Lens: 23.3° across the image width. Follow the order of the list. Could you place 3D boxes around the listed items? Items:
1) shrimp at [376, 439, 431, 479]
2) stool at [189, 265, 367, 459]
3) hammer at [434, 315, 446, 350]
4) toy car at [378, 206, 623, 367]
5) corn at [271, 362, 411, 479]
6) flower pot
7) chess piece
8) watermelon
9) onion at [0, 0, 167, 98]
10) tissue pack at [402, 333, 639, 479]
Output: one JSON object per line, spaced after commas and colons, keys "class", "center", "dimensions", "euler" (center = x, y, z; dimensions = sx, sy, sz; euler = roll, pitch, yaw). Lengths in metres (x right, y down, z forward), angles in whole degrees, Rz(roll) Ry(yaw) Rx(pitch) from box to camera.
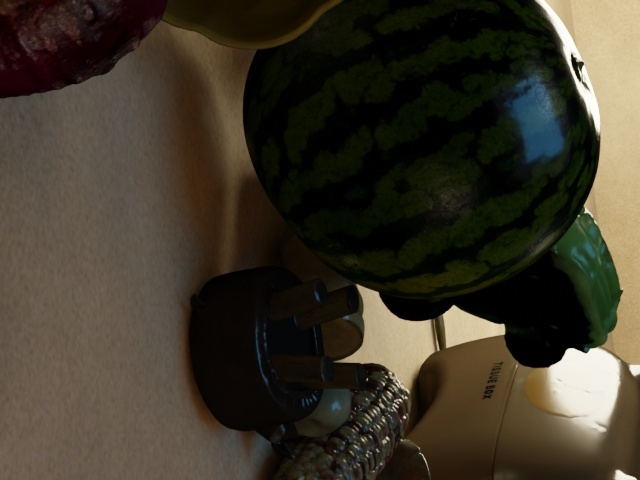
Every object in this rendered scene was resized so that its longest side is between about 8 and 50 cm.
{"class": "shrimp", "center": [0.053, 0.305, 1.442], "dimensions": [0.143, 0.052, 0.251], "euler": [-27, -128, 60]}
{"class": "stool", "center": [-0.025, 0.099, 1.236], "dimensions": [0.217, 0.121, 0.125], "euler": [59, 30, -44]}
{"class": "hammer", "center": [0.142, 0.059, 1.917], "dimensions": [0.062, 0.013, 0.199], "euler": [-38, 122, -69]}
{"class": "toy car", "center": [0.137, -0.027, 1.528], "dimensions": [0.176, 0.359, 0.213], "euler": [-55, 144, -20]}
{"class": "corn", "center": [0.019, 0.187, 1.395], "dimensions": [0.253, 0.086, 0.086], "euler": [-46, 129, -65]}
{"class": "flower pot", "center": [-0.048, -0.253, 1.164], "dimensions": [0.179, 0.195, 0.195], "euler": [-73, 154, -73]}
{"class": "chess piece", "center": [0.000, 0.000, 1.393], "dimensions": [0.090, 0.090, 0.200], "euler": [59, 29, -53]}
{"class": "watermelon", "center": [0.083, -0.090, 1.252], "dimensions": [0.285, 0.285, 0.285], "euler": [-5, 90, -72]}
{"class": "onion", "center": [-0.150, -0.159, 0.909], "dimensions": [0.218, 0.140, 0.195], "euler": [62, 22, -58]}
{"class": "tissue pack", "center": [0.231, 0.273, 1.724], "dimensions": [0.387, 0.277, 0.267], "euler": [-53, 138, -62]}
